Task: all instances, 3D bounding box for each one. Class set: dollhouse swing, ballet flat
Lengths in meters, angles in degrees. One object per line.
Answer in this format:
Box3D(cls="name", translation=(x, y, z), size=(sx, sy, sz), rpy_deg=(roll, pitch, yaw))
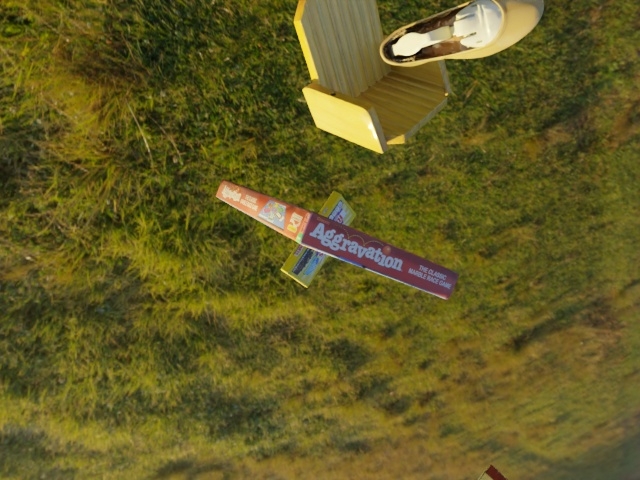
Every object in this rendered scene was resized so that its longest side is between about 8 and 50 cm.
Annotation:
Box3D(cls="dollhouse swing", translation=(0.148, -0.479, 1.225), size=(0.346, 0.315, 0.305), rpy_deg=(-42, 145, -29))
Box3D(cls="ballet flat", translation=(0.187, -0.289, 0.671), size=(0.073, 0.232, 0.080), rpy_deg=(-30, 109, -44))

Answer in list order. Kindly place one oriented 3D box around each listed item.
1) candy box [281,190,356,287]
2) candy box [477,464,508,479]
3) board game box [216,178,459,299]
Box3D(cls="candy box", translation=(0.000, 0.000, 1.049), size=(0.206, 0.027, 0.105), rpy_deg=(-56, 150, -6))
Box3D(cls="candy box", translation=(0.253, 0.410, 0.684), size=(0.053, 0.109, 0.187), rpy_deg=(-33, 146, -29))
Box3D(cls="board game box", translation=(-0.007, -0.014, 0.478), size=(0.144, 0.281, 0.027), rpy_deg=(20, 93, -27))
